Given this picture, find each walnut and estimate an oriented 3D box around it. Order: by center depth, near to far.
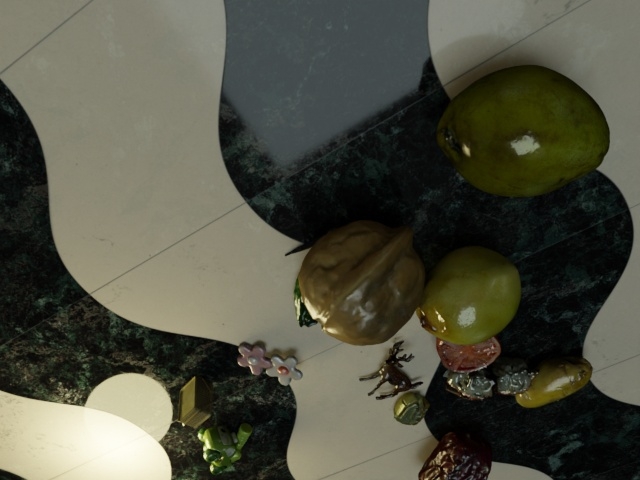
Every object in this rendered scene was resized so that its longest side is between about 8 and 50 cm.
[{"bbox_3d":[0.127,0.126,1.595,0.382,0.384,0.384,0,123,-1],"label":"walnut"}]

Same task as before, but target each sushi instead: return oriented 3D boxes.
[{"bbox_3d":[0.634,0.512,1.992,0.331,0.124,0.130,-7,111,1],"label":"sushi"}]

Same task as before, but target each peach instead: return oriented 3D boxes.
[{"bbox_3d":[0.455,0.174,1.657,0.315,0.282,0.314,-16,151,-46],"label":"peach"}]

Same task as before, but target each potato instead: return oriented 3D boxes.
[{"bbox_3d":[0.864,0.524,2.000,0.300,0.140,0.172,-38,129,27],"label":"potato"}]

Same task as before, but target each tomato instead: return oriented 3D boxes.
[{"bbox_3d":[0.520,0.367,1.921,0.236,0.095,0.237,-1,127,-1],"label":"tomato"}]

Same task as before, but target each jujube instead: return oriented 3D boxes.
[{"bbox_3d":[0.557,0.951,2.218,0.258,0.258,0.377,16,109,-11],"label":"jujube"}]

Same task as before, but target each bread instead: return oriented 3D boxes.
[{"bbox_3d":[0.361,0.669,2.130,0.117,0.064,0.156,13,123,-11],"label":"bread"}]

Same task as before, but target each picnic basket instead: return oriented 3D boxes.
[{"bbox_3d":[-0.471,0.609,2.021,0.079,0.164,0.115,32,118,-30],"label":"picnic basket"}]

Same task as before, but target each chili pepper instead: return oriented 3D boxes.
[{"bbox_3d":[-0.042,0.192,1.808,0.099,0.084,0.254,-3,127,-10],"label":"chili pepper"}]

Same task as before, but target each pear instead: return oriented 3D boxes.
[{"bbox_3d":[0.510,-0.276,1.367,0.412,0.352,0.352,8,123,-11],"label":"pear"}]

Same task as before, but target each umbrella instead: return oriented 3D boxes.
[{"bbox_3d":[0.003,0.001,1.715,0.268,0.044,0.044,-26,157,23],"label":"umbrella"}]

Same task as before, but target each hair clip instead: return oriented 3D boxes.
[{"bbox_3d":[-0.186,0.453,1.982,0.256,0.075,0.146,18,126,-7],"label":"hair clip"}]

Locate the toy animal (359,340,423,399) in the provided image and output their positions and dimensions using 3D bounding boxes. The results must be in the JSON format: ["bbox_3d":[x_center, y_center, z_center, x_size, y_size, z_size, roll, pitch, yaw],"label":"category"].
[{"bbox_3d":[0.275,0.498,2.023,0.260,0.087,0.243,-39,129,20],"label":"toy animal"}]

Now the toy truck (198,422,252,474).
[{"bbox_3d":[-0.388,0.844,2.194,0.210,0.148,0.187,-7,124,-27],"label":"toy truck"}]

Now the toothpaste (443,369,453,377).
[{"bbox_3d":[0.578,0.547,2.077,0.218,0.033,0.052,24,114,-11],"label":"toothpaste"}]
